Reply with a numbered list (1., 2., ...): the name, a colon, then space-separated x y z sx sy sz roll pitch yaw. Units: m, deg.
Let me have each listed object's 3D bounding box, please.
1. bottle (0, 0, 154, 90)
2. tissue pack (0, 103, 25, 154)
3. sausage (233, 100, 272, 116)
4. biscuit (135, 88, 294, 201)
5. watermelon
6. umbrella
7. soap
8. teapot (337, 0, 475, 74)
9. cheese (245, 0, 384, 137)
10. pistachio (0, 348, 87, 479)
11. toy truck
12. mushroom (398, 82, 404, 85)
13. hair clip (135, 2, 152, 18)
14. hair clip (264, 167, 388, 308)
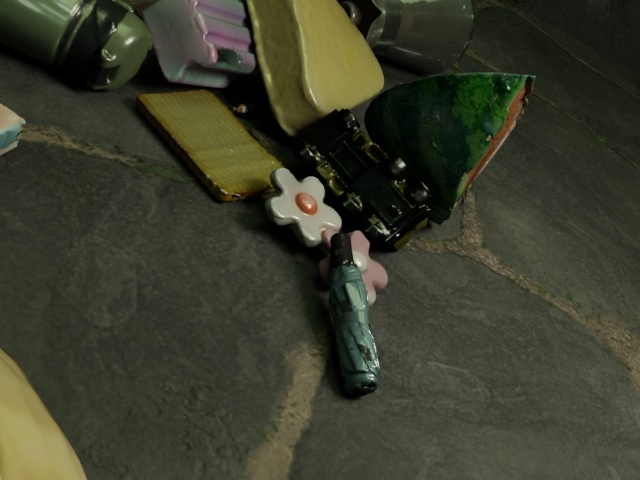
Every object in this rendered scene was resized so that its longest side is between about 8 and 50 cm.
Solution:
1. bottle: -0.432 -0.362 1.193 0.347 0.168 0.168 30 33 -14
2. tissue pack: -0.441 -0.140 0.991 0.074 0.058 0.094 32 33 1
3. sausage: -0.096 -0.254 1.451 0.198 0.025 0.028 -20 104 -51
4. biscuit: -0.173 -0.159 1.266 0.254 0.029 0.172 47 35 20
5. watermelon: 0.215 -0.143 1.329 0.319 0.222 0.292 -1 -3 18
6. umbrella: 0.041 0.094 1.063 0.052 0.053 0.250 8 54 -20
7. soap: -0.185 -0.380 1.394 0.324 0.109 0.192 -21 92 -67
8. teapot: 0.170 -0.540 1.869 0.344 0.253 0.300 -7 17 -38
9. cheese: -0.018 -0.343 1.450 0.384 0.104 0.383 39 41 -43
10. pistachio: -0.287 0.187 0.550 0.229 0.238 0.321 11 19 -39
11. toy truck: 0.071 -0.101 1.305 0.257 0.127 0.127 49 -2 19
12. mushroom: 0.275 -0.276 1.797 0.286 0.028 0.026 50 -5 22
13. hair clip: -0.299 -0.444 1.528 0.137 0.022 0.054 7 39 -34
14. hair clip: 0.005 -0.004 1.188 0.257 0.075 0.146 45 30 9
